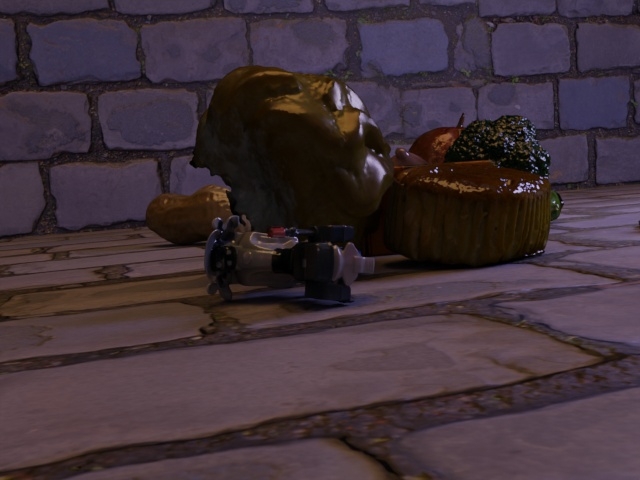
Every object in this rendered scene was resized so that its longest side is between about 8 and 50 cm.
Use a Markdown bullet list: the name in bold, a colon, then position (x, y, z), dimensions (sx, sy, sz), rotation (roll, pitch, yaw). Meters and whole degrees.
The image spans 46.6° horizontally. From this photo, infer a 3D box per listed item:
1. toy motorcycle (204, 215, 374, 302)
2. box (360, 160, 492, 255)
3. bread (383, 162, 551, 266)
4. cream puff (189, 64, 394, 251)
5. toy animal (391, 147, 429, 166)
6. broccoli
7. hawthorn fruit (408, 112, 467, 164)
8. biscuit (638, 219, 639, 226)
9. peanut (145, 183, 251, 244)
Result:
- **toy motorcycle**: position (-0.047, 0.024, 0.854), dimensions (0.150, 0.102, 0.221), rotation (8, -6, -43)
- **box**: position (0.181, -0.058, 1.299), dimensions (0.237, 0.152, 0.070), rotation (-5, 6, -3)
- **bread**: position (0.220, -0.042, 1.123), dimensions (0.227, 0.142, 0.253), rotation (17, 14, 41)
- **cream puff**: position (-0.006, -0.124, 1.097), dimensions (0.270, 0.323, 0.274), rotation (-36, 9, -38)
- **toy animal**: position (0.193, -0.113, 1.803), dimensions (0.171, 0.197, 0.171), rotation (26, 0, 0)
- **broccoli**: position (0.396, -0.130, 1.656), dimensions (0.297, 0.297, 0.297), rotation (30, -16, -33)
- **hawthorn fruit**: position (0.346, -0.197, 1.996), dimensions (0.277, 0.298, 0.277), rotation (9, 5, -1)
- **biscuit**: position (0.683, -0.033, 1.358), dimensions (0.203, 0.016, 0.144), rotation (-1, 6, 32)
- **peanut**: position (-0.307, -0.061, 1.877), dimensions (0.313, 0.149, 0.149), rotation (-5, 4, 24)
